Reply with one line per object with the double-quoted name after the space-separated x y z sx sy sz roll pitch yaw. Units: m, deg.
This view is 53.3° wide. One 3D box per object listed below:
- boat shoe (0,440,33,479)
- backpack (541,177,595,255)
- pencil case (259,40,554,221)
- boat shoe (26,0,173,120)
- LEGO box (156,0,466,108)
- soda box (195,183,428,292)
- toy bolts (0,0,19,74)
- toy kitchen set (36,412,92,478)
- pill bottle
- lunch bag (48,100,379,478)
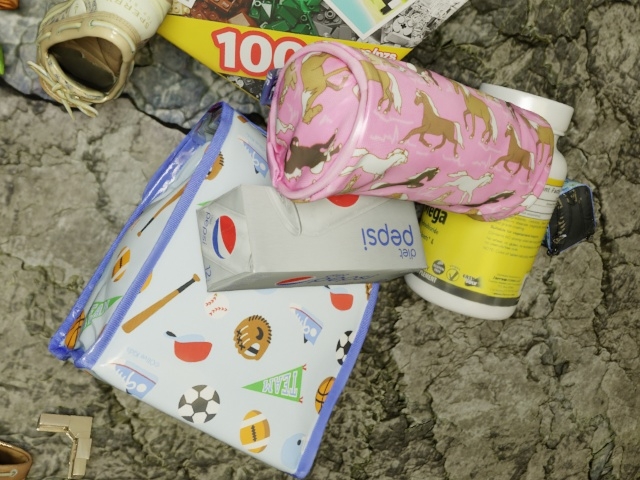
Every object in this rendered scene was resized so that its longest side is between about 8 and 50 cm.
-0.541 0.277 0.847 0.324 0.122 0.120 38 88 -37 "boat shoe"
0.418 -0.051 1.117 0.105 0.084 0.114 -24 122 -13 "backpack"
0.115 -0.107 0.731 0.386 0.167 0.160 2 103 -43 "pencil case"
-0.253 -0.198 0.681 0.104 0.285 0.089 28 66 -25 "boat shoe"
-0.076 -0.390 0.623 0.500 0.193 0.372 29 134 -28 "LEGO box"
0.000 0.000 0.757 0.286 0.091 0.098 2 73 -43 "soda box"
-0.432 -0.271 0.622 0.218 0.228 0.159 7 94 -9 "toy bolts"
-0.386 0.309 0.945 0.075 0.083 0.068 13 146 -26 "toy kitchen set"
0.263 -0.062 0.992 0.187 0.188 0.334 9 106 -25 "pill bottle"
-0.107 0.056 0.855 0.327 0.239 0.386 36 69 -28 "lunch bag"
